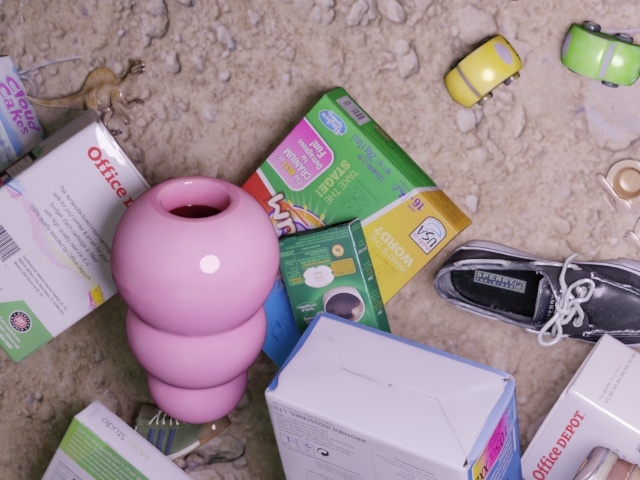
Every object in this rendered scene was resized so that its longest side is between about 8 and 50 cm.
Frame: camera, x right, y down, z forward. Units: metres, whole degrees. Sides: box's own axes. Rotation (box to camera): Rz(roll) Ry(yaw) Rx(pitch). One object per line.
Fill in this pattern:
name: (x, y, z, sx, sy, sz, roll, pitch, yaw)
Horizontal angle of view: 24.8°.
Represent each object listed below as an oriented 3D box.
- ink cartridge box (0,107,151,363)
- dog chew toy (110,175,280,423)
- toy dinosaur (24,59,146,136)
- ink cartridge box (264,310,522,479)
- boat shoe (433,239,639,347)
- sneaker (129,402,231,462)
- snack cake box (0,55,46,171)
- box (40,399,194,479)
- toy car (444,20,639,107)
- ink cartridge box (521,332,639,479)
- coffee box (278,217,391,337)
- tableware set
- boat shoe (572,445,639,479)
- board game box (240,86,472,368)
ink cartridge box: (-0.345, -0.009, 1.895, 0.278, 0.117, 0.201, -36, 110, -1)
dog chew toy: (-0.154, 0.089, 1.817, 0.206, 0.206, 0.332, 14, 125, 19)
toy dinosaur: (-0.300, -0.185, 1.963, 0.183, 0.053, 0.093, -18, 82, 18)
ink cartridge box: (0.102, 0.300, 1.784, 0.270, 0.151, 0.395, 18, 140, 26)
boat shoe: (0.287, 0.068, 1.748, 0.306, 0.105, 0.113, 17, 110, 18)
sneaker: (-0.220, 0.262, 2.029, 0.192, 0.064, 0.086, -30, 96, 29)
snack cake box: (-0.456, -0.103, 2.018, 0.152, 0.089, 0.264, -21, 95, 27)
box: (-0.300, 0.405, 2.072, 0.232, 0.058, 0.322, 39, 128, 8)
toy car: (0.268, -0.238, 1.704, 0.225, 0.053, 0.239, 22, 111, 16)
ink cartridge box: (0.394, 0.264, 1.712, 0.272, 0.115, 0.198, 33, 140, 11)
coffee box: (0.018, 0.073, 1.823, 0.113, 0.040, 0.184, -13, 98, 25)
tableware set: (0.415, -0.058, 1.710, 0.168, 0.020, 0.141, -35, 89, 26)
boat shoe: (0.342, 0.374, 1.671, 0.116, 0.123, 0.324, 18, 141, 24)
board game box: (0.000, 0.000, 1.870, 0.242, 0.064, 0.316, 46, 116, 5)
